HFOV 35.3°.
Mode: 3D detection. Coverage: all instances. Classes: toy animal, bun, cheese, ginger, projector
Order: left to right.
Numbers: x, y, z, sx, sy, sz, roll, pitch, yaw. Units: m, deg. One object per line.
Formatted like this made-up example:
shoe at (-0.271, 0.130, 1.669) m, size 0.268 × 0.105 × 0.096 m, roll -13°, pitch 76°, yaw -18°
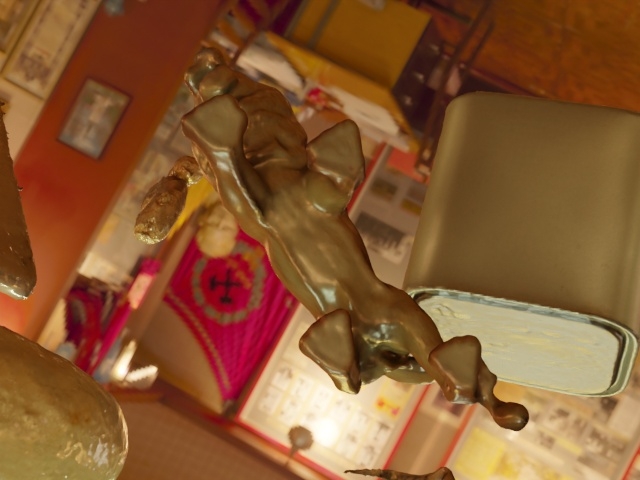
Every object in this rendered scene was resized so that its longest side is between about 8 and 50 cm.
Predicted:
bun at (-0.251, 0.143, 0.707) m, size 0.223 × 0.127 × 0.222 m, roll 8°, pitch 147°, yaw 5°
cheese at (-0.329, -0.085, 0.951) m, size 0.085 × 0.034 × 0.400 m, roll 32°, pitch -162°, yaw -37°
ginger at (-0.223, -0.045, 1.427) m, size 0.059 × 0.133 × 0.214 m, roll 36°, pitch -146°, yaw -13°
toy animal at (0.000, 0.000, 0.647) m, size 0.312 × 0.097 × 0.157 m, roll 58°, pitch 175°, yaw 4°
projector at (0.240, 0.009, 1.127) m, size 0.248 × 0.249 × 0.248 m, roll 10°, pitch 156°, yaw 16°

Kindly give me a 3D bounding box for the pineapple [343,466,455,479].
pineapple at (0.142, 0.203, 0.620) m, size 0.158 × 0.161 × 0.334 m, roll 51°, pitch 176°, yaw -7°
